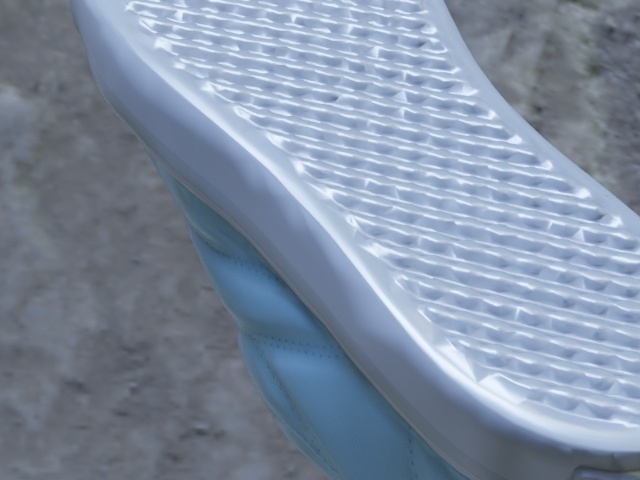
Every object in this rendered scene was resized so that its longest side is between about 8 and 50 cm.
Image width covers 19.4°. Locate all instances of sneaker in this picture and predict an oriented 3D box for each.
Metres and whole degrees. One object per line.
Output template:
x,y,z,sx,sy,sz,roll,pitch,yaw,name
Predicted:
0.000,0.000,0.672,0.366,0.135,0.150,-124,32,-42,sneaker
